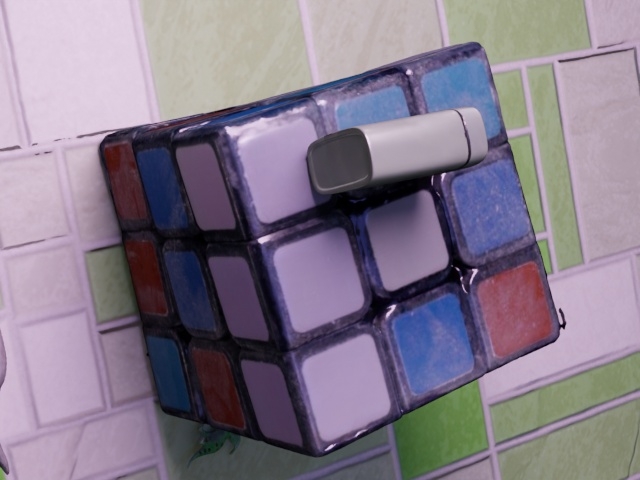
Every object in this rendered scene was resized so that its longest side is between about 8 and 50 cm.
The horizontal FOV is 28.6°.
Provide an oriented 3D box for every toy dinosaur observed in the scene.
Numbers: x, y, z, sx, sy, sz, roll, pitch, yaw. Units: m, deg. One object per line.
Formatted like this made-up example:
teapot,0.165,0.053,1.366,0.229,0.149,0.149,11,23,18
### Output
toy dinosaur,-0.127,0.247,1.507,0.062,0.021,0.083,44,66,-38

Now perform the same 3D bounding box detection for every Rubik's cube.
Rubik's cube,0.000,0.000,1.391,0.363,0.358,0.362,-17,100,-32

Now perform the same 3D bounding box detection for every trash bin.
trash bin,0.071,-0.083,1.171,0.130,0.116,0.059,-12,90,-29

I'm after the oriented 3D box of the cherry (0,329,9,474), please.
cherry,-0.448,0.126,1.101,0.326,0.335,0.291,-9,96,10
